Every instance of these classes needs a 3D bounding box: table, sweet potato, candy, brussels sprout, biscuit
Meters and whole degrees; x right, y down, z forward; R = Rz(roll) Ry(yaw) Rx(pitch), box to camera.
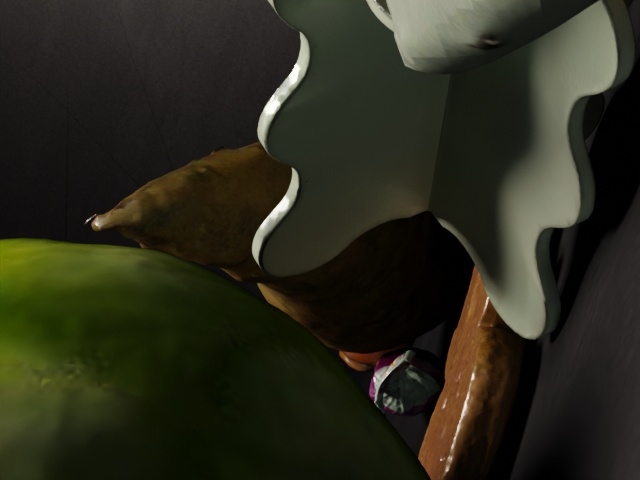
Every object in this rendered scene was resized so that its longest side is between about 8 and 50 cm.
[{"bbox_3d":[0.050,-0.068,0.652,0.198,0.166,0.167,94,-169,-54],"label":"table"},{"bbox_3d":[0.004,-0.001,1.007,0.422,0.130,0.131,16,-89,-73],"label":"sweet potato"},{"bbox_3d":[0.054,0.087,1.102,0.175,0.043,0.045,8,-78,-86],"label":"candy"},{"bbox_3d":[-0.117,0.174,0.634,0.354,0.289,0.281,-24,33,25],"label":"brussels sprout"},{"bbox_3d":[0.068,0.063,0.753,0.124,0.026,0.175,110,177,-65],"label":"biscuit"}]

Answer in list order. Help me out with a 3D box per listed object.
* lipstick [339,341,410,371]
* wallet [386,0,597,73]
[{"bbox_3d":[0.073,-0.029,1.343,0.418,0.077,0.077,107,-179,-51],"label":"lipstick"},{"bbox_3d":[0.101,-0.170,0.322,0.360,0.083,0.252,164,127,-78],"label":"wallet"}]
